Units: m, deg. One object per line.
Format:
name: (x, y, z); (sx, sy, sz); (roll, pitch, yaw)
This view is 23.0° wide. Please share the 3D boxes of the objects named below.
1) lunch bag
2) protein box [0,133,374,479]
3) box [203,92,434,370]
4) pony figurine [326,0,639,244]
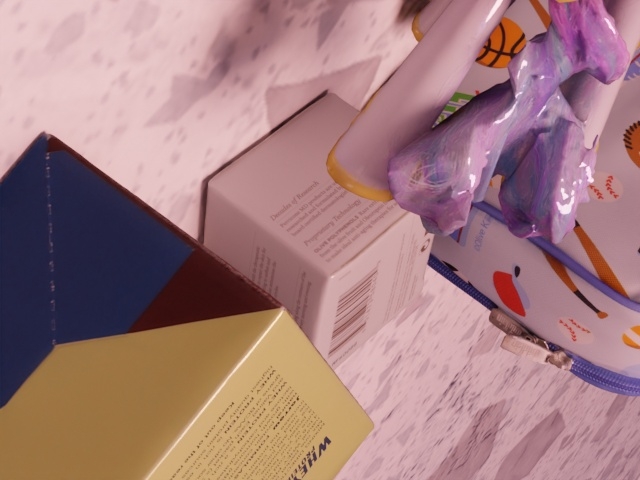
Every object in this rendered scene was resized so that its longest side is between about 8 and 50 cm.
lunch bag: (0.190, -0.056, 0.925); (0.303, 0.243, 0.115); (-43, 156, -26)
protein box: (-0.103, 0.098, 0.703); (0.200, 0.136, 0.201); (-51, 158, -8)
box: (0.000, 0.000, 0.832); (0.102, 0.087, 0.101); (-40, 155, -33)
pony figurine: (0.134, -0.171, 0.658); (0.363, 0.303, 0.351); (-61, 179, 32)
